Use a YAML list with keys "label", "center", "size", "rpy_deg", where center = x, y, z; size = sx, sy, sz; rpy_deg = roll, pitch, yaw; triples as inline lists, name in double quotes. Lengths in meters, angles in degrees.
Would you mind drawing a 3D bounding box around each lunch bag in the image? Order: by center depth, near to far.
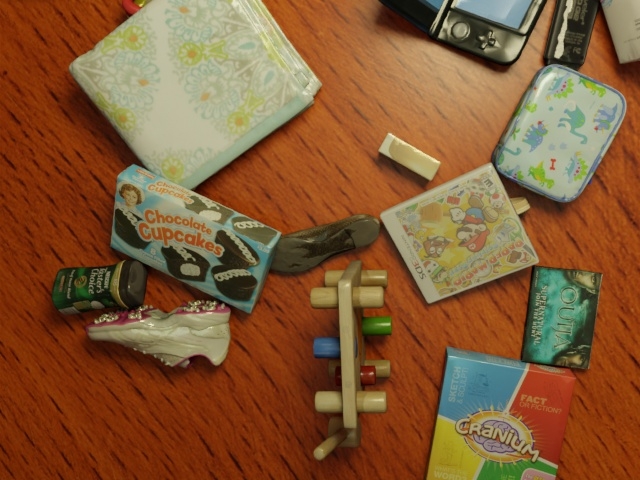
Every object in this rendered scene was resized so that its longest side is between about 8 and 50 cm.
- label: "lunch bag"
  center: [0.426, -0.188, 1.123]
  size: [0.176, 0.090, 0.219]
  rpy_deg: [25, 104, 4]

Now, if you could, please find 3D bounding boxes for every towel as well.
- label: "towel"
  center: [-0.229, -0.302, 1.186]
  size: [0.374, 0.090, 0.320]
  rpy_deg: [-35, 103, 7]

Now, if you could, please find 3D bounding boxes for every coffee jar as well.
- label: "coffee jar"
  center: [-0.448, 0.096, 1.285]
  size: [0.184, 0.079, 0.096]
  rpy_deg: [-7, 57, 8]

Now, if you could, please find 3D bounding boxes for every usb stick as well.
- label: "usb stick"
  center: [0.465, -0.447, 1.118]
  size: [0.077, 0.045, 0.278]
  rpy_deg: [11, 98, 1]

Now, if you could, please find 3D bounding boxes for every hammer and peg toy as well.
- label: "hammer and peg toy"
  center: [0.064, 0.230, 1.141]
  size: [0.127, 0.266, 0.361]
  rpy_deg: [-1, 95, 8]

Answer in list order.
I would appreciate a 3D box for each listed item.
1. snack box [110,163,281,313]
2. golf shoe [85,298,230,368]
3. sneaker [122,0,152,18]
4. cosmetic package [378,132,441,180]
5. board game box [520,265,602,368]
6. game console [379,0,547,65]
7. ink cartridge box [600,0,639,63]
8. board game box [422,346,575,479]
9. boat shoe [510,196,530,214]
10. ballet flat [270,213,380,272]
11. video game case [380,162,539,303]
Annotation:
- label: "snack box"
  center: [-0.251, -0.001, 1.224]
  size: [0.322, 0.060, 0.187]
  rpy_deg: [25, 129, 5]
- label: "golf shoe"
  center: [-0.329, 0.201, 1.275]
  size: [0.306, 0.115, 0.140]
  rpy_deg: [-5, 99, 10]
- label: "sneaker"
  center: [-0.261, -0.511, 1.177]
  size: [0.279, 0.118, 0.107]
  rpy_deg: [-45, 90, 10]
- label: "cosmetic package"
  center: [0.169, -0.158, 1.186]
  size: [0.115, 0.060, 0.041]
  rpy_deg: [30, 100, 2]
- label: "board game box"
  center: [0.459, 0.146, 1.196]
  size: [0.126, 0.026, 0.186]
  rpy_deg: [6, 97, 8]
- label: "game console"
  center: [0.274, -0.490, 1.069]
  size: [0.250, 0.173, 0.293]
  rpy_deg: [27, 101, 18]
- label: "ink cartridge box"
  center: [0.571, -0.461, 1.033]
  size: [0.201, 0.117, 0.278]
  rpy_deg: [-22, 99, -4]
- label: "board game box"
  center: [0.339, 0.385, 1.221]
  size: [0.242, 0.064, 0.316]
  rpy_deg: [8, 98, 7]
- label: "boat shoe"
  center: [0.304, -0.067, 1.175]
  size: [0.170, 0.063, 0.059]
  rpy_deg: [-10, 101, 10]
- label: "ballet flat"
  center: [0.000, 0.000, 1.236]
  size: [0.250, 0.058, 0.084]
  rpy_deg: [-19, 115, 15]
- label: "video game case"
  center: [0.256, -0.007, 1.163]
  size: [0.227, 0.026, 0.206]
  rpy_deg: [-25, 104, 24]
